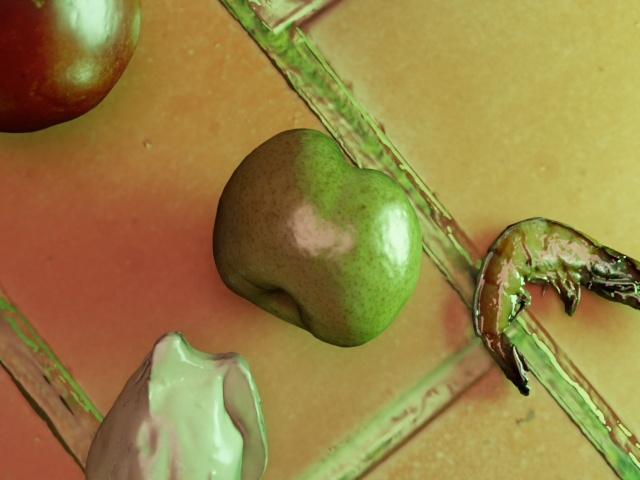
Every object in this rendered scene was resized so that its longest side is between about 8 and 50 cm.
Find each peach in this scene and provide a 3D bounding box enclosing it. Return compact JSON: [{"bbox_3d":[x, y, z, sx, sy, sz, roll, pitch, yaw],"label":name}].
[{"bbox_3d":[-0.252,-0.196,0.890,0.199,0.243,0.243,-31,82,-29],"label":"peach"}]

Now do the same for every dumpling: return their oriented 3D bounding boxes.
[{"bbox_3d":[-0.106,0.166,0.881,0.136,0.118,0.199,10,105,-17],"label":"dumpling"}]

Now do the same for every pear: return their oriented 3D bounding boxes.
[{"bbox_3d":[0.000,0.000,0.896,0.167,0.167,0.136,33,66,2],"label":"pear"}]

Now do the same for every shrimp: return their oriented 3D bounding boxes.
[{"bbox_3d":[0.218,0.070,0.961,0.195,0.035,0.148,25,75,8],"label":"shrimp"}]
